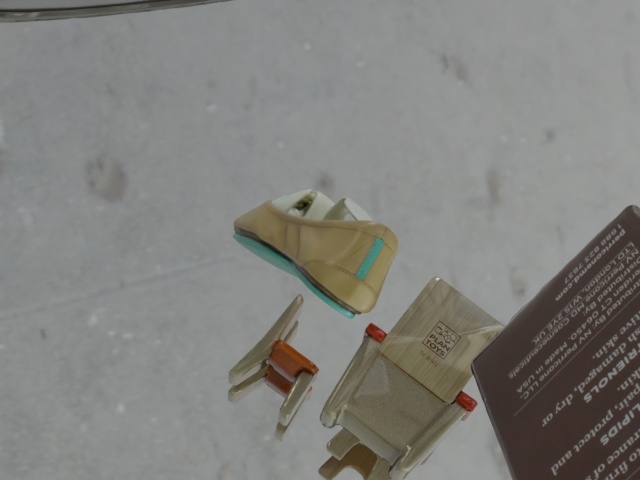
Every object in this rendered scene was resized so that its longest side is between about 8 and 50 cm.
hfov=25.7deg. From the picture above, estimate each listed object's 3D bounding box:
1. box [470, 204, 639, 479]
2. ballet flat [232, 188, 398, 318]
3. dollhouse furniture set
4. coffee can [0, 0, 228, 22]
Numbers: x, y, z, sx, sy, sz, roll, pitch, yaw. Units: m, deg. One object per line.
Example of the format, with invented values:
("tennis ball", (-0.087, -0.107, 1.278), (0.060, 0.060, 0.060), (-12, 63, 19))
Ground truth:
("box", (0.210, 0.155, 0.628), (0.191, 0.143, 0.381), (36, 19, -22))
("ballet flat", (0.000, 0.000, 1.044), (0.080, 0.232, 0.073), (33, 88, -24))
("dollhouse furniture set", (0.068, 0.138, 1.152), (0.262, 0.259, 0.135), (37, 73, 8))
("coffee can", (-0.107, -0.255, 0.681), (0.201, 0.201, 0.275), (-15, 101, -54))
